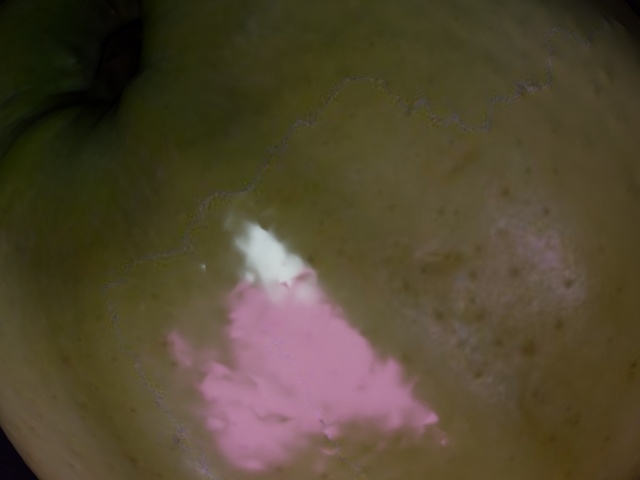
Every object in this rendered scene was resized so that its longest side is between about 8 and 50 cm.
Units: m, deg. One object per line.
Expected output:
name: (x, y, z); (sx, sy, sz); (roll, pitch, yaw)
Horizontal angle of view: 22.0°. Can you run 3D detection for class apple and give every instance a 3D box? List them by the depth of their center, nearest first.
apple: (0.000, 0.000, 0.576); (0.279, 0.279, 0.279); (1, 146, 1)

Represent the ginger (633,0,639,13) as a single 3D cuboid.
ginger: (0.164, -0.088, 0.579); (0.104, 0.080, 0.204); (-17, 140, 15)
